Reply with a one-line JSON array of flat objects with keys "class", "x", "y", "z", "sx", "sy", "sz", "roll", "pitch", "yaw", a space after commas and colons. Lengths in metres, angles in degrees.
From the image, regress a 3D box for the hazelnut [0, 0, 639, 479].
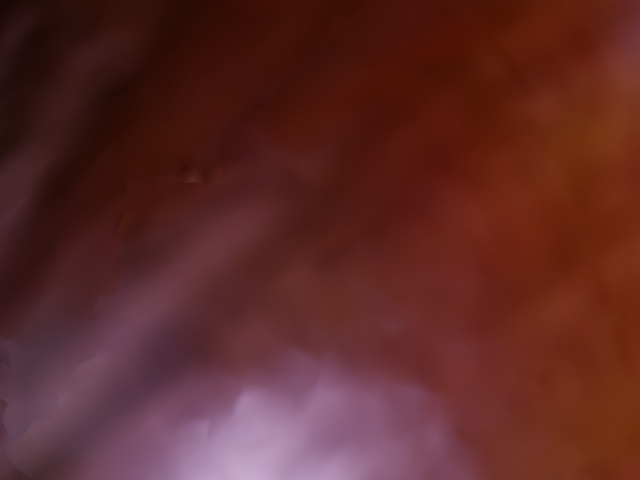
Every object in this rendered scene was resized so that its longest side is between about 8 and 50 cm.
[{"class": "hazelnut", "x": 0.000, "y": 0.000, "z": 0.553, "sx": 0.372, "sy": 0.372, "sz": 0.315, "roll": 28, "pitch": 134, "yaw": 22}]
